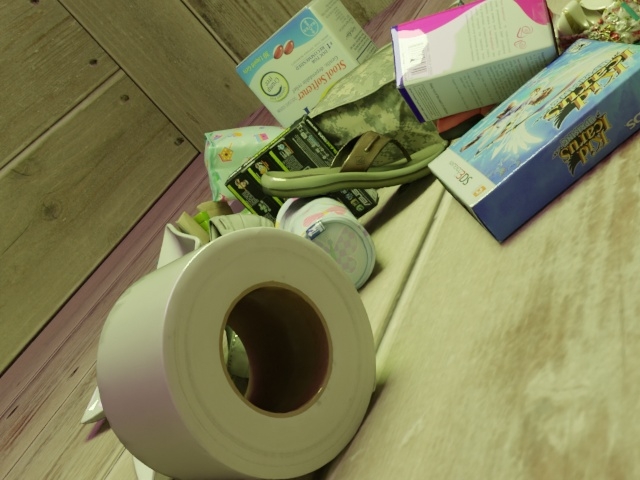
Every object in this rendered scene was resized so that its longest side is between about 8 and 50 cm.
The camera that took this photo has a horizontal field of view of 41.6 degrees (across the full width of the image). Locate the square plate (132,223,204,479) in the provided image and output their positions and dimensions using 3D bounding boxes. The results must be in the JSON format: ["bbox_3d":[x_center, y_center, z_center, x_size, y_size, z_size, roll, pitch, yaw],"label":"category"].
[{"bbox_3d":[-0.215,0.156,1.206,0.347,0.049,0.344,-165,85,-73],"label":"square plate"}]

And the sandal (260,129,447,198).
[{"bbox_3d":[0.056,-0.124,1.296,0.302,0.086,0.120,-8,9,-14],"label":"sandal"}]

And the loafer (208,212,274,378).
[{"bbox_3d":[-0.129,0.074,1.255,0.319,0.111,0.112,-96,19,-53],"label":"loafer"}]

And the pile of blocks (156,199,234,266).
[{"bbox_3d":[-0.295,0.040,1.824,0.112,0.149,0.362,-32,19,34],"label":"pile of blocks"}]

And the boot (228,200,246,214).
[{"bbox_3d":[-0.255,-0.038,2.124,0.190,0.069,0.086,-37,6,-12],"label":"boot"}]

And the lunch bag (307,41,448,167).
[{"bbox_3d":[0.097,-0.230,1.493,0.287,0.169,0.235,-18,26,32],"label":"lunch bag"}]

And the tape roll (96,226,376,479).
[{"bbox_3d":[-0.087,0.123,0.872,0.169,0.246,0.246,-24,23,52],"label":"tape roll"}]

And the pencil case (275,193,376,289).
[{"bbox_3d":[0.000,0.000,1.246,0.124,0.113,0.273,-38,14,3],"label":"pencil case"}]

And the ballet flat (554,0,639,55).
[{"bbox_3d":[0.388,-0.313,1.198,0.091,0.077,0.241,-45,14,-5],"label":"ballet flat"}]

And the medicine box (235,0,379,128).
[{"bbox_3d":[-0.002,-0.392,2.001,0.263,0.289,0.149,-32,16,35],"label":"medicine box"}]

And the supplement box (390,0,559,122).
[{"bbox_3d":[0.225,-0.265,1.207,0.220,0.114,0.111,-12,64,21],"label":"supplement box"}]

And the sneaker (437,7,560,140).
[{"bbox_3d":[0.260,-0.285,1.332,0.314,0.136,0.116,-50,16,-23],"label":"sneaker"}]

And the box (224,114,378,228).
[{"bbox_3d":[-0.032,-0.085,1.415,0.184,0.191,0.045,-36,18,26],"label":"box"}]

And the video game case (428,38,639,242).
[{"bbox_3d":[0.272,-0.135,1.030,0.269,0.061,0.244,-40,16,7],"label":"video game case"}]

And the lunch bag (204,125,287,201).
[{"bbox_3d":[-0.152,-0.184,1.923,0.223,0.160,0.262,-8,15,-9],"label":"lunch bag"}]

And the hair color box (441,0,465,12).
[{"bbox_3d":[0.177,-0.342,1.767,0.347,0.105,0.174,-34,17,28],"label":"hair color box"}]

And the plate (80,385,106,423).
[{"bbox_3d":[-0.304,0.195,1.550,0.278,0.045,0.277,-32,27,36],"label":"plate"}]

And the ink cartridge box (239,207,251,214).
[{"bbox_3d":[-0.080,-0.035,1.559,0.209,0.109,0.062,-42,16,1],"label":"ink cartridge box"}]
